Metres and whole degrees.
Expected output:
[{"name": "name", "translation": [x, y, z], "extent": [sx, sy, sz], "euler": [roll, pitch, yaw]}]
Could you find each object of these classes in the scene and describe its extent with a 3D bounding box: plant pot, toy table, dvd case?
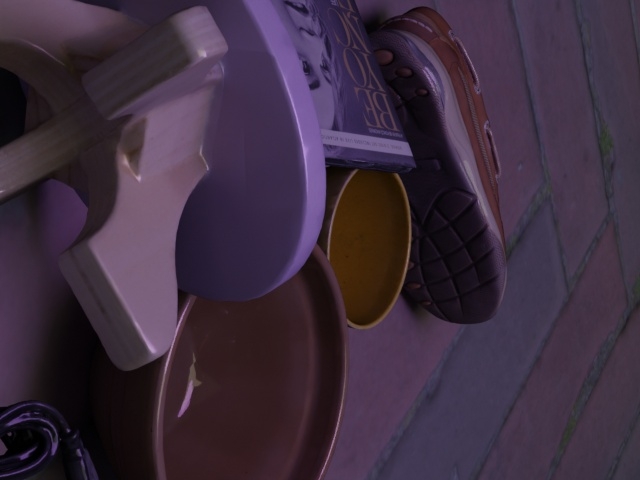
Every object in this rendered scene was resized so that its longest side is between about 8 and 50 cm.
[{"name": "plant pot", "translation": [0.000, 0.000, 1.096], "extent": [0.134, 0.095, 0.134], "euler": [-13, 106, -58]}, {"name": "toy table", "translation": [-0.125, -0.071, 0.763], "extent": [0.274, 0.252, 0.161], "euler": [51, 31, 3]}, {"name": "plant pot", "translation": [-0.083, 0.100, 0.963], "extent": [0.237, 0.109, 0.237], "euler": [-15, 108, -56]}, {"name": "dvd case", "translation": [-0.005, -0.158, 1.041], "extent": [0.164, 0.018, 0.221], "euler": [2, 67, -59]}]

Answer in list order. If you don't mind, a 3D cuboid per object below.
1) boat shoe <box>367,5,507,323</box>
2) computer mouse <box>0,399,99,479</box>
[{"name": "boat shoe", "translation": [0.118, -0.066, 1.262], "extent": [0.116, 0.123, 0.324], "euler": [-54, 139, -43]}, {"name": "computer mouse", "translation": [-0.171, 0.212, 0.699], "extent": [0.184, 0.060, 0.262], "euler": [-34, 114, -47]}]
